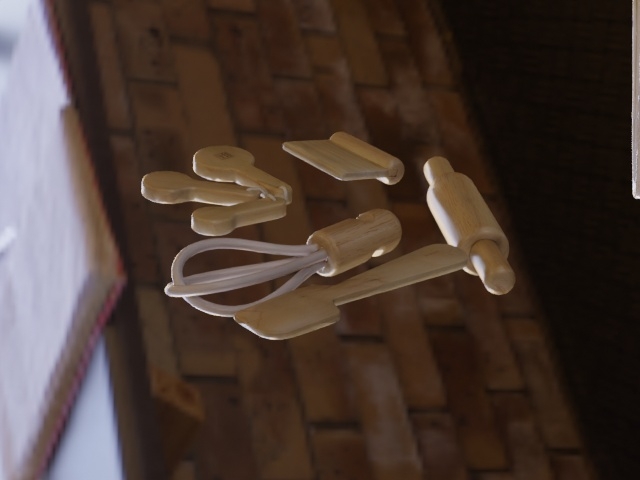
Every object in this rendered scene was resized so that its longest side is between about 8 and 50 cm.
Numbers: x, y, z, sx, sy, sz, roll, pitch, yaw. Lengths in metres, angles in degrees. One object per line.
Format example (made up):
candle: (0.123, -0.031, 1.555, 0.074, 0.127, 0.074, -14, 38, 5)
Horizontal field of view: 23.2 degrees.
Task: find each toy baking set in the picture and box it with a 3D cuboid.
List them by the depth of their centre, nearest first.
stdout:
toy baking set: (0.007, -0.001, 0.850, 0.256, 0.197, 0.030, -118, 28, -62)

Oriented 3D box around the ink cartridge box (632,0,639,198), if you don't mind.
ink cartridge box: (0.370, -0.135, 1.143, 0.198, 0.270, 0.197, -33, -56, -73)
